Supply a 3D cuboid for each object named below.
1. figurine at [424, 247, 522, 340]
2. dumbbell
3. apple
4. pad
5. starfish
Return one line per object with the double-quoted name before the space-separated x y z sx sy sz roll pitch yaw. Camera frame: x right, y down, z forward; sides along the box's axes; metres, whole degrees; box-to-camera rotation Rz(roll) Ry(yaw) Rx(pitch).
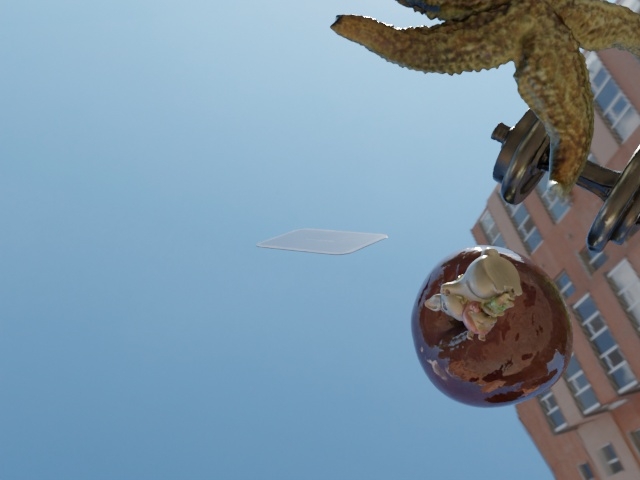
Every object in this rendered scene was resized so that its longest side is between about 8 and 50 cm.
"figurine" 0.201 0.086 0.878 0.081 0.146 0.098 26 -137 -15
"dumbbell" 0.391 -0.102 0.957 0.290 0.192 0.192 32 -122 21
"apple" 0.306 0.157 1.144 0.235 0.306 0.305 26 -129 -33
"pad" 0.000 0.000 1.398 0.266 0.002 0.176 5 -163 39
"starfish" 0.113 -0.127 0.355 0.223 0.050 0.217 10 -119 -10
